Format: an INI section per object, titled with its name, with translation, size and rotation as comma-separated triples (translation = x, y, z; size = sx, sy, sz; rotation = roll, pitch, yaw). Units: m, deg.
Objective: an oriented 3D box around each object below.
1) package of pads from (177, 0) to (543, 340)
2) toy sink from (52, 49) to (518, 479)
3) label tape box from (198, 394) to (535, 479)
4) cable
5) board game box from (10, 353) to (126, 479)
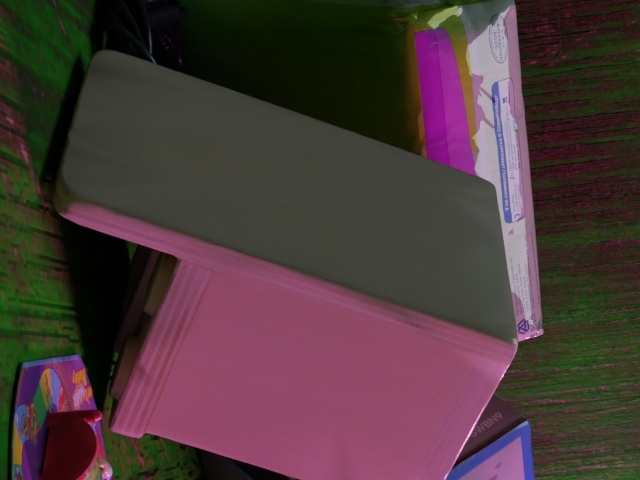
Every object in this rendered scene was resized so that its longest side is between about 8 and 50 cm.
[package of pads]
translation = 0.014, -0.063, 1.111
size = 0.296, 0.101, 0.229
rotation = 14, -64, 55
[toy sink]
translation = -0.034, 0.023, 0.874
size = 0.153, 0.234, 0.131
rotation = -90, -158, -57
[label tape box]
translation = -0.006, 0.148, 1.090
size = 0.334, 0.106, 0.240
rotation = 32, -37, 44
[cable]
translation = -0.091, -0.091, 0.997
size = 0.184, 0.047, 0.150
rotation = 69, 15, -68
[board game box]
translation = -0.097, 0.116, 0.746
size = 0.169, 0.033, 0.133
rotation = 25, 59, -85
